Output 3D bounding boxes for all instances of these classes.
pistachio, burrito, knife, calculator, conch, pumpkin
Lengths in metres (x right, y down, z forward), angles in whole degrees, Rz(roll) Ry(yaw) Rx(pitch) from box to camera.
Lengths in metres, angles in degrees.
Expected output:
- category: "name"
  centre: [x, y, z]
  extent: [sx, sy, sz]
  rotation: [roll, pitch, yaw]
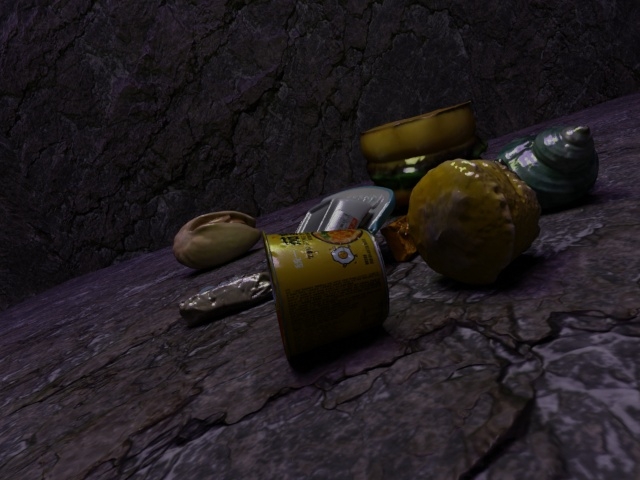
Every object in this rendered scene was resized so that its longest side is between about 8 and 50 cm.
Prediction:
- category: "pistachio"
  centre: [-0.371, -0.001, 1.624]
  extent: [0.318, 0.213, 0.193]
  rotation: [-13, 51, -22]
- category: "burrito"
  centre: [-0.185, 0.119, 0.946]
  extent: [0.230, 0.063, 0.058]
  rotation: [-21, -18, -5]
- category: "knife"
  centre: [-0.264, 0.130, 1.123]
  extent: [0.080, 0.044, 0.331]
  rotation: [-33, 10, -31]
- category: "calculator"
  centre: [0.035, -0.021, 1.039]
  extent: [0.256, 0.054, 0.386]
  rotation: [-52, 16, -12]
- category: "conch"
  centre: [0.476, -0.152, 0.937]
  extent: [0.221, 0.195, 0.277]
  rotation: [-10, -22, 1]
- category: "pumpkin"
  centre: [0.166, -0.003, 0.915]
  extent: [0.074, 0.083, 0.054]
  rotation: [-25, -5, -42]

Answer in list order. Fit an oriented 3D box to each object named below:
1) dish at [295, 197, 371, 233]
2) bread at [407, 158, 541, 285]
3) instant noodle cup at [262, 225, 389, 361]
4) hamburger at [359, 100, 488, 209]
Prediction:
- category: "dish"
  centre: [0.000, 0.000, 0.890]
  extent: [0.151, 0.077, 0.212]
  rotation: [-24, 33, 48]
- category: "bread"
  centre: [0.231, -0.033, 0.678]
  extent: [0.171, 0.196, 0.197]
  rotation: [-17, 7, -34]
- category: "instant noodle cup"
  centre: [0.006, 0.062, 0.621]
  extent: [0.145, 0.182, 0.182]
  rotation: [-11, 9, -9]
- category: "hamburger"
  centre: [0.331, -0.260, 1.433]
  extent: [0.397, 0.277, 0.395]
  rotation: [-16, 14, 4]
